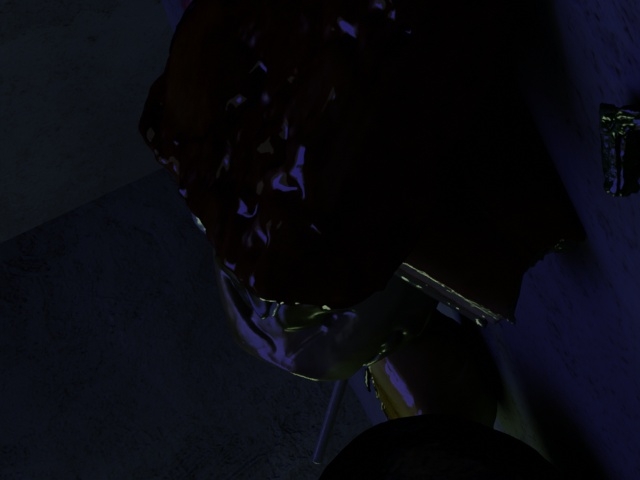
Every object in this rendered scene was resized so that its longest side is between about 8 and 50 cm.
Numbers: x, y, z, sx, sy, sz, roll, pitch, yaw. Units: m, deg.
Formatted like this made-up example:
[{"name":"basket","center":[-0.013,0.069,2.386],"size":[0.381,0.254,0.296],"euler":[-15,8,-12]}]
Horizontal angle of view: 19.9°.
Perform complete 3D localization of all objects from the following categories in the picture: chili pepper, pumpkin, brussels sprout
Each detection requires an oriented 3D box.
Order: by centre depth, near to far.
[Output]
[{"name":"chili pepper","center":[0.227,-0.078,1.350],"size":[0.055,0.035,0.118],"euler":[49,159,19]},{"name":"pumpkin","center":[0.177,0.406,2.158],"size":[0.454,0.344,0.454],"euler":[45,176,4]},{"name":"brussels sprout","center":[0.000,0.000,2.245],"size":[0.328,0.247,0.328],"euler":[0,90,47]}]

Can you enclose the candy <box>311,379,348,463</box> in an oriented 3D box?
[{"name":"candy","center":[0.048,0.125,2.424],"size":[0.124,0.124,0.365],"euler":[-135,62,-71]}]

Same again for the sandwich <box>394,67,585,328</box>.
[{"name":"sandwich","center":[0.155,-0.052,1.706],"size":[0.198,0.227,0.155],"euler":[29,174,-6]}]

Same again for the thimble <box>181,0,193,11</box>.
[{"name":"thimble","center":[-0.091,-0.303,2.413],"size":[0.189,0.163,0.125],"euler":[19,135,61]}]

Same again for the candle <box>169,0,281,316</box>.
[{"name":"candle","center":[-0.049,-0.116,2.045],"size":[0.221,0.221,0.342],"euler":[78,-179,-63]}]

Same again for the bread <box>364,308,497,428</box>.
[{"name":"bread","center":[0.169,0.213,2.423],"size":[0.156,0.158,0.261],"euler":[47,164,35]}]

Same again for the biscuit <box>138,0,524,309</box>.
[{"name":"biscuit","center":[0.004,-0.151,1.579],"size":[0.343,0.166,0.395],"euler":[-66,27,18]}]
